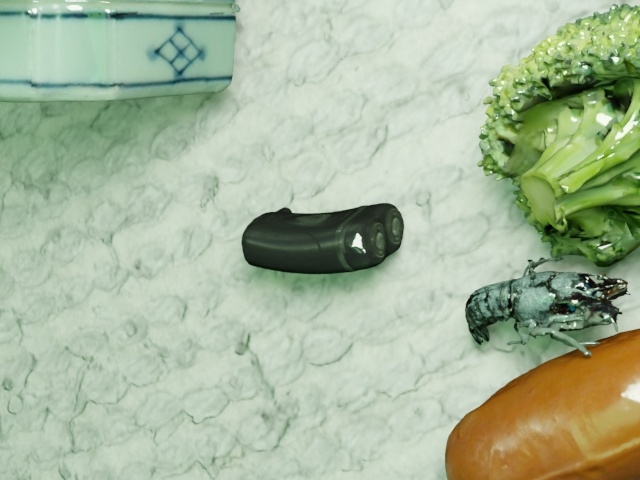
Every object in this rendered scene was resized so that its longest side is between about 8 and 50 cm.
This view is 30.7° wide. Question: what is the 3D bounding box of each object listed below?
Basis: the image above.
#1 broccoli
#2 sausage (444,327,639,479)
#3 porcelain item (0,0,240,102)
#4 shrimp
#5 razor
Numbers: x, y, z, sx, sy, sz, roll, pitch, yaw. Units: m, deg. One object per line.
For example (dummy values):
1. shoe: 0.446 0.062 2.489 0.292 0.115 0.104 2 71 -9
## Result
1. broccoli: 0.228 -0.079 0.908 0.176 0.226 0.198 -44 96 0
2. sausage: 0.213 0.160 0.983 0.258 0.133 0.133 -31 81 30
3. porcelain item: -0.242 -0.215 1.110 0.285 0.281 0.157 7 101 31
4. shrimp: 0.180 0.061 0.986 0.174 0.076 0.082 -13 54 50
5. razor: 0.000 0.000 1.107 0.148 0.090 0.054 -2 107 30
